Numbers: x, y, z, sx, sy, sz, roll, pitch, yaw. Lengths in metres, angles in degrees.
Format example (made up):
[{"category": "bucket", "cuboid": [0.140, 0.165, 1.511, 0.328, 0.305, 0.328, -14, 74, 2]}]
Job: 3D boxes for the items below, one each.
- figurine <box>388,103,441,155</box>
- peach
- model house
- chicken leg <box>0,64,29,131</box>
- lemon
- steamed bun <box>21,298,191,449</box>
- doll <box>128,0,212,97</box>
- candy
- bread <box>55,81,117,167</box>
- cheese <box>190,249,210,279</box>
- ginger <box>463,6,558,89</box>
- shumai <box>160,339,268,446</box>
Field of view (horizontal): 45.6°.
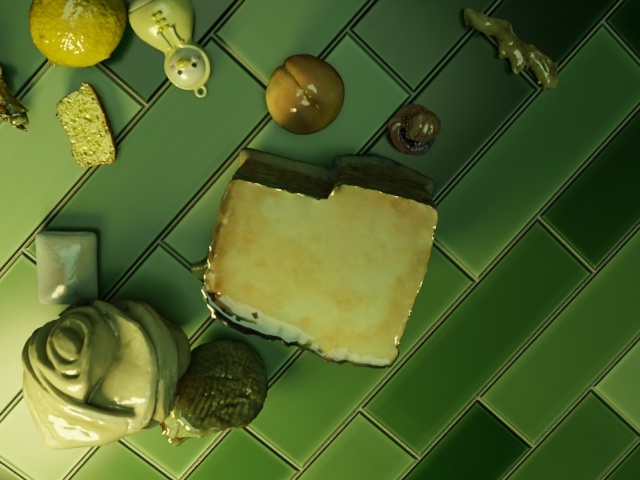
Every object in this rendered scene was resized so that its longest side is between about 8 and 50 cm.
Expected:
[{"category": "figurine", "cuboid": [0.224, -0.267, 1.771, 0.126, 0.157, 0.114, -8, 81, -1]}, {"category": "peach", "cuboid": [-0.032, -0.325, 1.706, 0.184, 0.184, 0.184, -1, 101, -7]}, {"category": "model house", "cuboid": [0.000, 0.000, 1.690, 0.445, 0.400, 0.395, 12, 112, -2]}, {"category": "chicken leg", "cuboid": [-0.719, -0.335, 1.660, 0.227, 0.088, 0.103, 38, 81, -9]}, {"category": "lemon", "cuboid": [-0.511, -0.467, 1.605, 0.192, 0.192, 0.231, 28, 109, -12]}, {"category": "steamed bun", "cuboid": [-0.488, 0.265, 1.664, 0.367, 0.342, 0.255, -19, 126, 2]}, {"category": "doll", "cuboid": [-0.325, -0.451, 1.670, 0.141, 0.117, 0.296, -27, 103, 3]}, {"category": "candy", "cuboid": [-0.586, 0.065, 1.762, 0.138, 0.071, 0.174, 1, 101, -8]}, {"category": "bread", "cuboid": [-0.524, -0.255, 1.712, 0.103, 0.065, 0.187, -21, 104, -1]}, {"category": "cheese", "cuboid": [-0.274, 0.055, 1.821, 0.083, 0.030, 0.044, -43, 109, 8]}, {"category": "ginger", "cuboid": [0.451, -0.454, 1.800, 0.288, 0.075, 0.089, 30, 101, -16]}, {"category": "shumai", "cuboid": [-0.269, 0.373, 1.847, 0.271, 0.204, 0.222, -17, 74, -29]}]
